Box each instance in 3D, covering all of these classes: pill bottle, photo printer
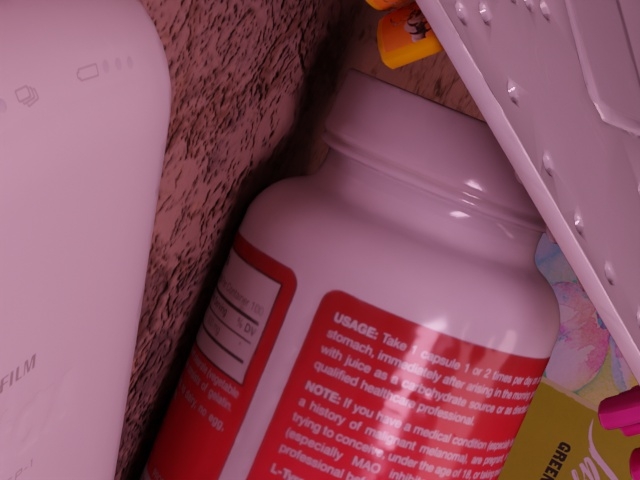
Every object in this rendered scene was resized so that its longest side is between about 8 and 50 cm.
[{"bbox_3d":[0.023,0.102,0.975,0.407,0.229,0.229,-68,163,7],"label":"pill bottle"},{"bbox_3d":[-0.166,0.045,0.552,0.256,0.107,0.307,-41,150,-53],"label":"photo printer"}]

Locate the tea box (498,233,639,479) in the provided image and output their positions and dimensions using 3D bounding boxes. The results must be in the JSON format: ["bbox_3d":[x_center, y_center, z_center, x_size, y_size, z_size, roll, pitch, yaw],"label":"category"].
[{"bbox_3d":[0.150,0.140,1.196,0.329,0.323,0.220,-62,167,-2],"label":"tea box"}]

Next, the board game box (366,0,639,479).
[{"bbox_3d":[0.151,-0.113,0.863,0.390,0.050,0.390,56,32,-29],"label":"board game box"}]
